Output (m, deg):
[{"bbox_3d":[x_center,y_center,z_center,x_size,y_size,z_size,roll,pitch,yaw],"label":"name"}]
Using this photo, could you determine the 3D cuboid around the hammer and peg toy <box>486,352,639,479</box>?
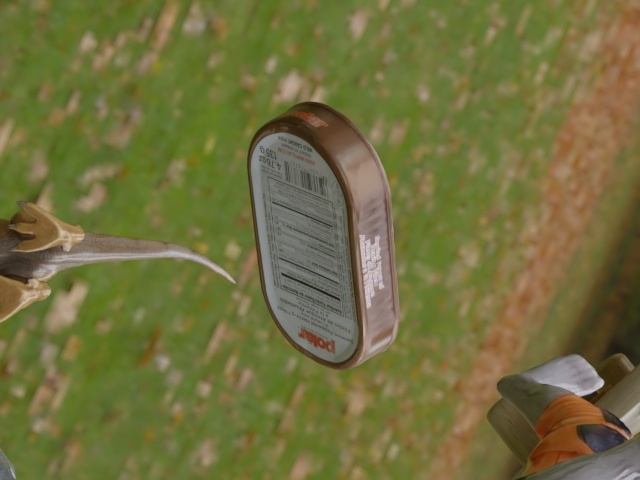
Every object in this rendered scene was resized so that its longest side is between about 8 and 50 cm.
[{"bbox_3d":[0.310,0.062,1.436,0.361,0.127,0.266,-46,162,26],"label":"hammer and peg toy"}]

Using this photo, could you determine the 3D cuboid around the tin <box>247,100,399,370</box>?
[{"bbox_3d":[0.000,0.000,1.315,0.040,0.106,0.190,-28,126,-32],"label":"tin"}]

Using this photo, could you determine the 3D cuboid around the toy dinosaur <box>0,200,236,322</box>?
[{"bbox_3d":[-0.145,0.004,1.052,0.112,0.211,0.064,-129,-140,-79],"label":"toy dinosaur"}]

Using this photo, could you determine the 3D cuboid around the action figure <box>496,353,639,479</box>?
[{"bbox_3d":[0.106,0.215,1.009,0.330,0.178,0.341,-15,121,-87],"label":"action figure"}]

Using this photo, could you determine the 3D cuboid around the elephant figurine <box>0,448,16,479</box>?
[{"bbox_3d":[-0.172,0.215,1.143,0.169,0.239,0.186,-54,163,6],"label":"elephant figurine"}]
